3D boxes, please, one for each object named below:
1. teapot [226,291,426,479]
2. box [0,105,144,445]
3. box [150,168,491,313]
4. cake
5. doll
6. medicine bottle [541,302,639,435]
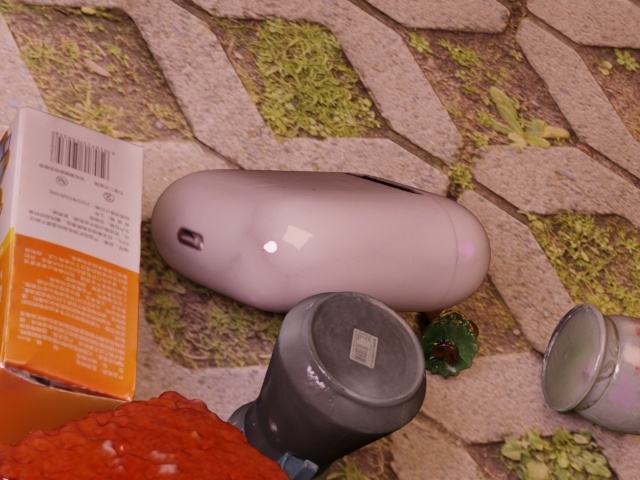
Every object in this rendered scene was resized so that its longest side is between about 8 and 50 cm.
[{"bbox_3d":[-0.005,0.184,1.855,0.171,0.225,0.203,28,44,-9],"label":"teapot"},{"bbox_3d":[-0.288,0.070,1.748,0.143,0.225,0.341,19,45,-23],"label":"box"},{"bbox_3d":[0.000,-0.001,2.006,0.349,0.141,0.288,1,10,-35],"label":"box"},{"bbox_3d":[-0.152,0.335,1.516,0.269,0.319,0.270,35,31,29],"label":"cake"},{"bbox_3d":[0.164,0.104,2.156,0.078,0.077,0.113,24,42,-4],"label":"doll"},{"bbox_3d":[0.369,0.163,2.199,0.143,0.147,0.147,20,45,-19],"label":"medicine bottle"}]
